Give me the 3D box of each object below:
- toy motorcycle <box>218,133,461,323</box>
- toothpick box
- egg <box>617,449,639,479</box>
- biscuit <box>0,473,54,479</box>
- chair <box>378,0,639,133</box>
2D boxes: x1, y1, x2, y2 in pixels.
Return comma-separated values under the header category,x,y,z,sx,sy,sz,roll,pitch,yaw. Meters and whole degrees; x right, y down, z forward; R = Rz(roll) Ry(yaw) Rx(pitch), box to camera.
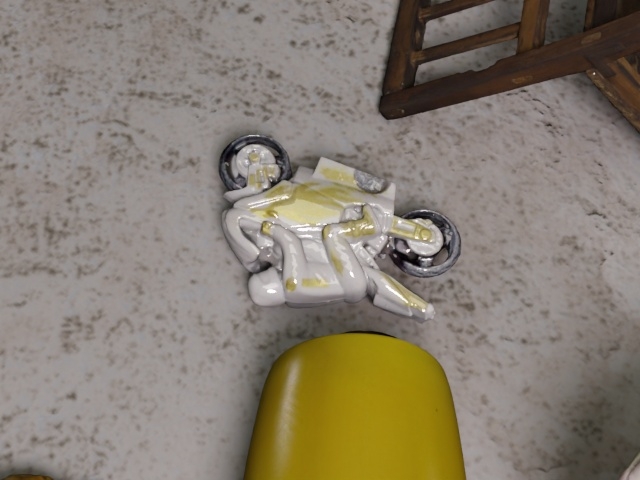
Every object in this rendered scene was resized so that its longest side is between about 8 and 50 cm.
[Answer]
category,x,y,z,sx,sy,sz,roll,pitch,yaw
toy motorcycle,0.000,0.000,1.005,0.228,0.074,0.151,26,67,8
toothpick box,0.023,0.202,0.844,0.175,0.175,0.271,4,53,-1
egg,0.325,0.242,0.826,0.337,0.201,0.337,0,88,-2
biscuit,-0.214,0.320,0.797,0.329,0.078,0.335,36,53,14
chair,0.294,-0.173,1.063,0.240,0.416,0.203,34,56,-36
